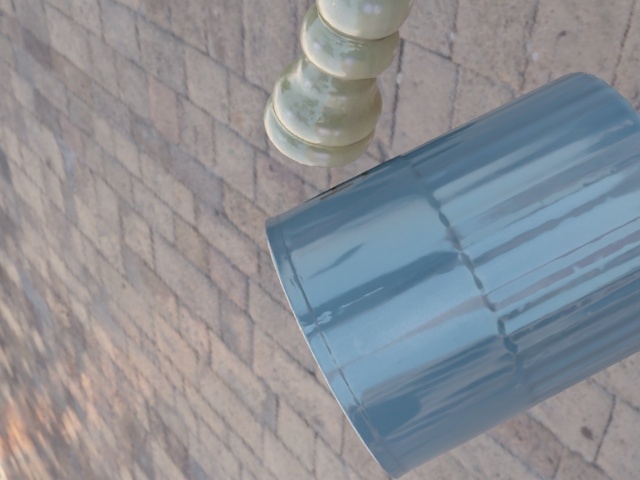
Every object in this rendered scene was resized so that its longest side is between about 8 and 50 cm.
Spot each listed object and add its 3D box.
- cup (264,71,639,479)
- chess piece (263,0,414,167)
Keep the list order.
[{"bbox_3d":[0.160,0.046,0.736,0.331,0.311,0.257,57,-173,-45],"label":"cup"},{"bbox_3d":[0.036,-0.247,1.045,0.167,0.167,0.299,52,146,20],"label":"chess piece"}]
